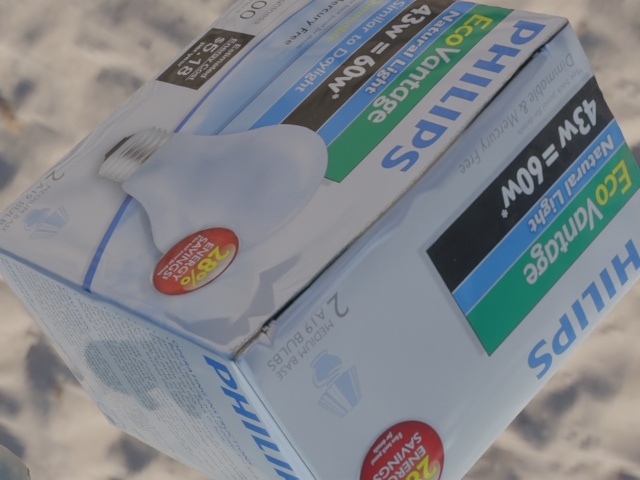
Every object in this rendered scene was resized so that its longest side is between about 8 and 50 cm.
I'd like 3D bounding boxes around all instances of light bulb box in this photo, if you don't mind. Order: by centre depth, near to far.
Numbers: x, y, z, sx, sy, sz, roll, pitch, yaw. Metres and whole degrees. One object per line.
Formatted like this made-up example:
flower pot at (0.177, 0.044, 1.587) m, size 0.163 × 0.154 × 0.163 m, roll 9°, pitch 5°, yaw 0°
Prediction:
light bulb box at (0.000, 0.000, 1.379) m, size 0.361 × 0.358 × 0.225 m, roll 19°, pitch 147°, yaw 50°

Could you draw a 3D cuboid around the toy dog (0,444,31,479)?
toy dog at (-0.323, 0.363, 1.596) m, size 0.161 × 0.333 × 0.220 m, roll 30°, pitch -173°, yaw -12°
